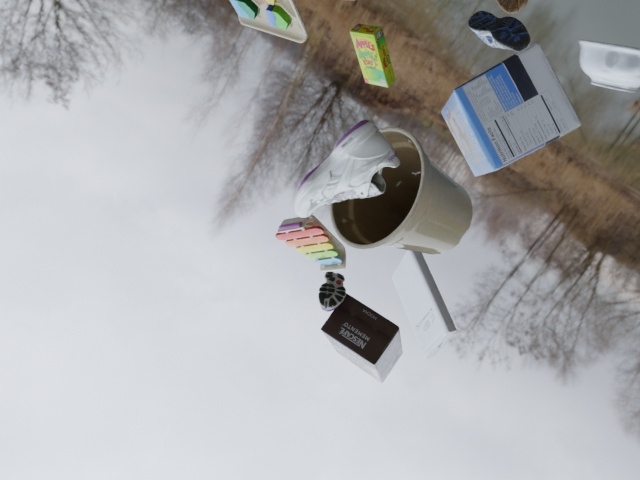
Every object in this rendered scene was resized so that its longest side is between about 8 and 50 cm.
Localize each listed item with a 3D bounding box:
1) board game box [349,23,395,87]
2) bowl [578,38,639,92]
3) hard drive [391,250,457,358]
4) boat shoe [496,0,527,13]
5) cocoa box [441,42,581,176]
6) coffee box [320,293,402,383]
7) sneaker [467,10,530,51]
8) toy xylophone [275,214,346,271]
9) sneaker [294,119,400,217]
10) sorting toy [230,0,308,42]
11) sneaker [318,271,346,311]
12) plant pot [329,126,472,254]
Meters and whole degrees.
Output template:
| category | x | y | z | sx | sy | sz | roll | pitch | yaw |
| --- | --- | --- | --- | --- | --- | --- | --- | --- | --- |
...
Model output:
| category | x | y | z | sx | sy | sz | roll | pitch | yaw |
| --- | --- | --- | --- | --- | --- | --- | --- | --- | --- |
| board game box | 0.157 | -0.548 | 1.705 | 0.092 | 0.043 | 0.181 | 25 | 154 | 38 |
| bowl | 0.978 | -0.565 | 1.876 | 0.297 | 0.134 | 0.298 | 9 | -157 | -4 |
| hard drive | 0.375 | 0.227 | 2.124 | 0.047 | 0.233 | 0.353 | -9 | -121 | -19 |
| boat shoe | 0.567 | -0.896 | 1.851 | 0.342 | 0.123 | 0.123 | 55 | -146 | -6 |
| cocoa box | 0.480 | -0.324 | 1.513 | 0.232 | 0.227 | 0.347 | 62 | -173 | 0 |
| coffee box | 0.120 | 0.272 | 1.553 | 0.168 | 0.119 | 0.297 | 32 | 166 | 21 |
| sneaker | 0.513 | -0.582 | 1.616 | 0.081 | 0.080 | 0.211 | 29 | -164 | -48 |
| toy xylophone | 0.000 | 0.000 | 2.090 | 0.322 | 0.236 | 0.081 | 37 | -127 | -37 |
| sneaker | 0.051 | -0.126 | 1.293 | 0.152 | 0.305 | 0.114 | 46 | -141 | -1 |
| sorting toy | -0.133 | -0.502 | 1.182 | 0.193 | 0.038 | 0.208 | 26 | 165 | 23 |
| sneaker | 0.031 | 0.141 | 1.457 | 0.068 | 0.071 | 0.170 | 10 | -159 | 6 |
| plant pot | 0.248 | -0.100 | 1.591 | 0.305 | 0.334 | 0.334 | 20 | -161 | -39 |
